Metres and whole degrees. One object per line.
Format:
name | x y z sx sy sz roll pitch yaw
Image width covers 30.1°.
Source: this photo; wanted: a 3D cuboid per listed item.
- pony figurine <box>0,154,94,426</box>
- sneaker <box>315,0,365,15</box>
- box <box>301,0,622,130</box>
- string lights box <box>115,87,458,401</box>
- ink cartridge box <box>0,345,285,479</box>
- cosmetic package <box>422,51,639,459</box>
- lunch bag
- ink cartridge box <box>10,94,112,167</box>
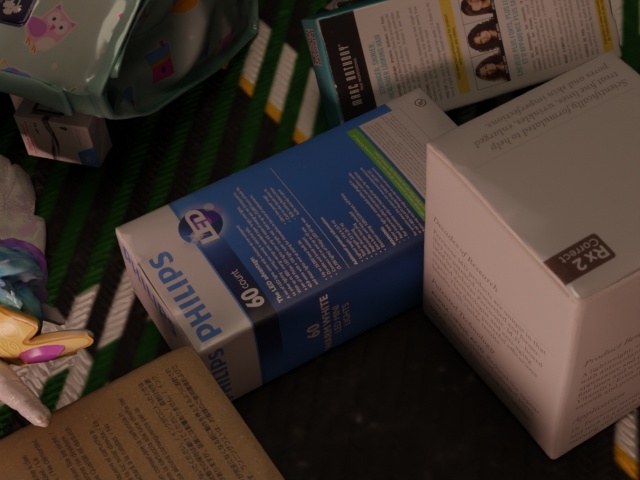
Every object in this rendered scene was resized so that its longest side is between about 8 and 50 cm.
pony figurine | -0.321 0.030 0.769 0.363 0.303 0.351 -27 51 9
sneaker | 0.034 -0.237 1.054 0.132 0.086 0.229 -31 56 -17
box | 0.116 -0.164 0.970 0.244 0.100 0.060 -17 14 -10
string lights box | 0.000 0.000 0.866 0.259 0.077 0.133 -26 53 -16
ink cartridge box | -0.099 0.203 0.694 0.193 0.088 0.235 -27 55 -19
cosmetic package | 0.169 0.011 0.775 0.151 0.184 0.151 -28 54 -18
lunch bag | -0.199 -0.197 0.968 0.223 0.160 0.262 16 40 18
ink cartridge box | -0.218 -0.091 0.975 0.083 0.048 0.028 11 52 14
